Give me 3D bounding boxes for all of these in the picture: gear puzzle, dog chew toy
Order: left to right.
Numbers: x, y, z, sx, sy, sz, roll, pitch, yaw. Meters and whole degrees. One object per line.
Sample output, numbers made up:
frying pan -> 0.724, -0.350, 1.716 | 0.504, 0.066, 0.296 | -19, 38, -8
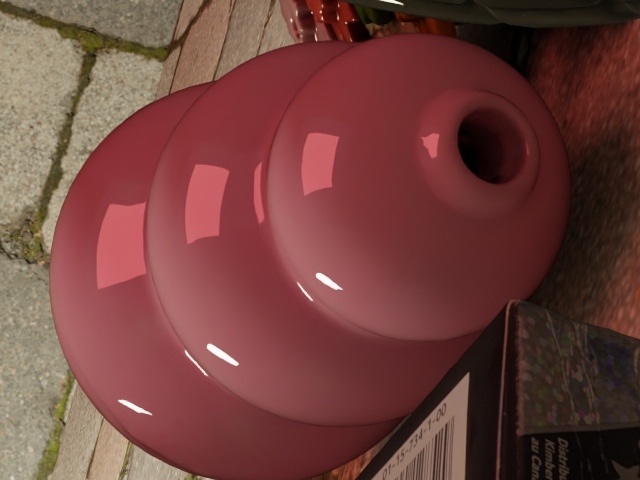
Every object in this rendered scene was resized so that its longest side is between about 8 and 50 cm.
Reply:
dog chew toy -> 0.000, 0.000, 0.887 | 0.332, 0.207, 0.206 | -31, 44, 62
gear puzzle -> 0.023, -0.106, 1.009 | 0.339, 0.044, 0.175 | 155, 97, -80

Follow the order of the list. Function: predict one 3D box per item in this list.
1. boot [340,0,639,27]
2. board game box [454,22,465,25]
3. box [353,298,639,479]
boot -> 0.106, -0.209, 0.368 | 0.377, 0.138, 0.284 | -15, 53, 51
board game box -> 0.050, -0.229, 0.974 | 0.316, 0.064, 0.242 | -160, 53, -78
box -> 0.051, 0.155, 0.455 | 0.247, 0.142, 0.163 | 126, 157, -48
